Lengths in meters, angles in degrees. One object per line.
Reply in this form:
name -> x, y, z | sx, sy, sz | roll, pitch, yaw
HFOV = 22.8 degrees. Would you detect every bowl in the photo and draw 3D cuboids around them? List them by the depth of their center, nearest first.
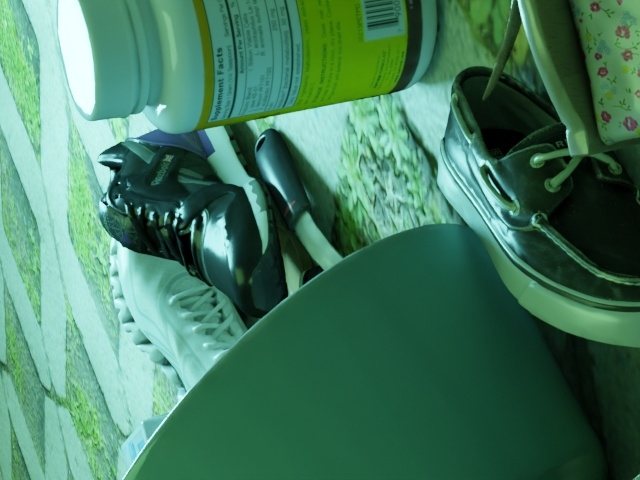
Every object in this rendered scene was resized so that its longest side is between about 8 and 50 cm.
bowl -> 0.040, 0.160, 0.869 | 0.163, 0.311, 0.311 | 41, 143, 26

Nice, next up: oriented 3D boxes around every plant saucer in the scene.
plant saucer -> -0.022, 0.027, 1.271 | 0.083, 0.015, 0.083 | 168, 90, -69

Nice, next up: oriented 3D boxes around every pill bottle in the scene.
pill bottle -> -0.046, -0.131, 0.966 | 0.117, 0.215, 0.117 | 168, 90, -69

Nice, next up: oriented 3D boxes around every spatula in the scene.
spatula -> 0.000, 0.000, 1.156 | 0.084, 0.030, 0.296 | -56, 38, 22

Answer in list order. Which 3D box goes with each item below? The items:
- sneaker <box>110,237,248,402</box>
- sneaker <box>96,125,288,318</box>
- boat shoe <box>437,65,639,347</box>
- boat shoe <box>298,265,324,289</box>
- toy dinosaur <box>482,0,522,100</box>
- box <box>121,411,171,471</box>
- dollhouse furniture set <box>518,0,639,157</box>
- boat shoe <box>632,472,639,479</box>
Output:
sneaker -> -0.093, 0.097, 1.392 | 0.118, 0.110, 0.292 | -32, 80, 60
sneaker -> -0.108, -0.008, 1.264 | 0.283, 0.124, 0.107 | -123, 21, -61
boat shoe -> 0.117, -0.023, 0.807 | 0.219, 0.078, 0.070 | -130, 33, -53
boat shoe -> 0.019, 0.068, 1.163 | 0.042, 0.049, 0.133 | -41, 46, 26
toy dinosaur -> 0.094, -0.184, 0.773 | 0.112, 0.064, 0.211 | 75, -169, -47
box -> -0.104, 0.265, 1.492 | 0.114, 0.103, 0.203 | 130, 124, -64
dollhouse furniture set -> 0.078, -0.126, 0.594 | 0.303, 0.174, 0.355 | -10, 93, 50
boat shoe -> 0.192, 0.157, 0.691 | 0.340, 0.158, 0.127 | -36, 60, 37
